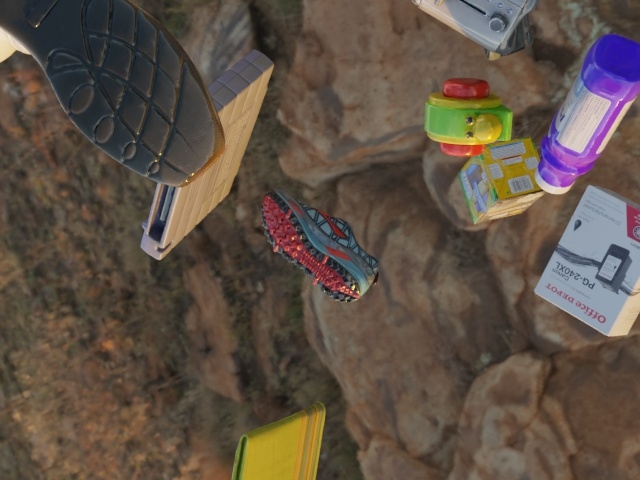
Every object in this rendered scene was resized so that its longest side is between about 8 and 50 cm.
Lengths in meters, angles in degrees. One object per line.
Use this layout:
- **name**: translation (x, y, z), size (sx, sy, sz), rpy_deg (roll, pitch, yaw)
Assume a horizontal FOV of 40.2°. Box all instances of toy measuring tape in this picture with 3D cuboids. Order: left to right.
- **toy measuring tape**: translation (0.205, -0.205, 1.360), size (0.330, 0.121, 0.121), rpy_deg (-106, 7, -70)

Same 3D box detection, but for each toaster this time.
- **toaster**: translation (0.207, -0.349, 1.085), size (0.146, 0.227, 0.129), rpy_deg (26, 145, -2)

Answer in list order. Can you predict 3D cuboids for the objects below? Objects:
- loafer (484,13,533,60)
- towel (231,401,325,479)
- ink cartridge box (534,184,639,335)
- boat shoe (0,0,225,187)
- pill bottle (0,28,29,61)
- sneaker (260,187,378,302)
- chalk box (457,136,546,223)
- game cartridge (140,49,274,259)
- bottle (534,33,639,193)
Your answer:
- **loafer**: translation (0.298, -0.386, 1.360), size (0.267, 0.084, 0.096), rpy_deg (74, -173, -65)
- **towel**: translation (-0.045, 0.235, 0.927), size (0.021, 0.237, 0.102), rpy_deg (8, 90, 19)
- **ink cartridge box**: translation (0.342, 0.025, 1.045), size (0.109, 0.063, 0.150), rpy_deg (34, 108, 34)
- **boat shoe**: translation (-0.211, -0.193, 0.829), size (0.122, 0.120, 0.324), rpy_deg (-41, 94, 10)
- **pill bottle**: translation (-0.456, -0.305, 0.999), size (0.323, 0.181, 0.181), rpy_deg (13, 128, 4)
- **sneaker**: translation (0.000, 0.000, 1.613), size (0.262, 0.125, 0.104), rpy_deg (47, 134, 11)
- **chalk box**: translation (0.402, -0.127, 1.978), size (0.213, 0.132, 0.132), rpy_deg (120, 135, -72)
- **game cartridge**: translation (-0.197, -0.142, 1.487), size (0.068, 0.230, 0.355), rpy_deg (32, 140, 4)
- **bottle**: translation (0.413, -0.184, 1.367), size (0.092, 0.118, 0.283), rpy_deg (24, 145, 7)
